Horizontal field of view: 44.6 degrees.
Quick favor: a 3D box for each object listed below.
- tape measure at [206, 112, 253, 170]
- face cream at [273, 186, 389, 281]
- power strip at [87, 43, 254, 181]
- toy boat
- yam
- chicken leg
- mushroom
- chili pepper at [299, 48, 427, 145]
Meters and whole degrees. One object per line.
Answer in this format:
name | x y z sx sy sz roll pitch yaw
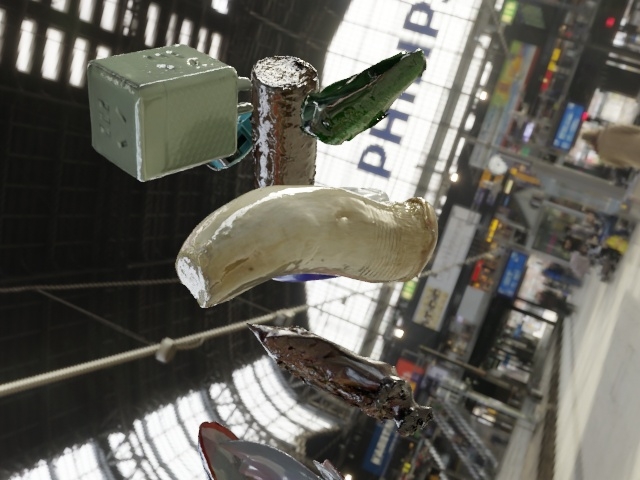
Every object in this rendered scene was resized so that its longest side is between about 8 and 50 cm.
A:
tape measure | -0.176 -0.200 1.511 0.146 0.125 0.081 -48 -56 -11
face cream | 0.009 -0.016 1.176 0.206 0.205 0.111 -35 -62 -62
power strip | -0.199 -0.193 1.115 0.224 0.140 0.139 -23 -50 -39
toy boat | -0.085 0.327 1.097 0.072 0.219 0.318 -44 -7 -34
yam | -0.061 -0.190 1.396 0.131 0.131 0.280 -56 -20 -38
chicken leg | 0.024 0.155 0.913 0.063 0.233 0.105 -59 -16 -23
mushroom | 0.000 0.000 0.862 0.351 0.095 0.123 -5 -82 -41
chili pepper | 0.062 -0.227 1.183 0.216 0.108 0.062 -30 -29 9
